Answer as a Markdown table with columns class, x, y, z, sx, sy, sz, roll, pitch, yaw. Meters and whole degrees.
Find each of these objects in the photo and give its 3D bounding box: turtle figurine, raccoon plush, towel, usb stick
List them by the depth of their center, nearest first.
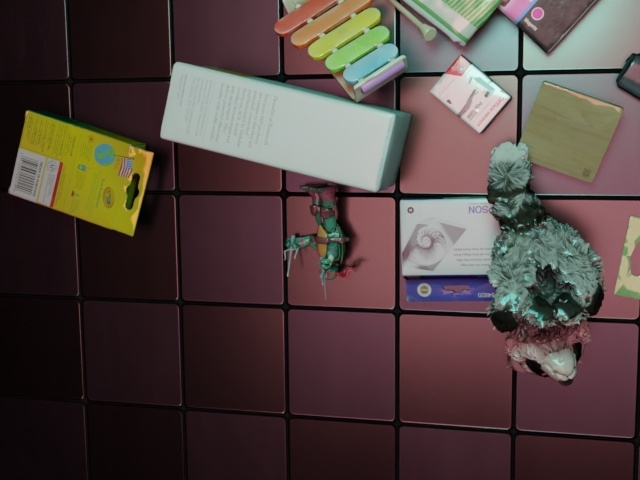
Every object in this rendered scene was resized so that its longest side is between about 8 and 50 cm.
| class | x | y | z | sx | sy | sz | roll | pitch | yaw |
| --- | --- | --- | --- | --- | --- | --- | --- | --- | --- |
| towel | 0.281 | -0.565 | 1.753 | 0.248 | 0.038 | 0.325 | 41 | 107 | 12 |
| usb stick | 0.700 | -0.263 | 1.777 | 0.278 | 0.045 | 0.077 | 33 | 103 | 7 |
| raccoon plush | 0.441 | 0.060 | 1.836 | 0.216 | 0.299 | 0.447 | 0 | 66 | 12 |
| turtle figurine | 0.000 | 0.000 | 1.958 | 0.175 | 0.118 | 0.234 | 6 | 100 | 54 |

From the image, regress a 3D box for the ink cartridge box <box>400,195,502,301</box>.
| class | x | y | z | sx | sy | sz | roll | pitch | yaw |
| --- | --- | --- | --- | --- | --- | --- | --- | --- | --- |
| ink cartridge box | 0.278 | 0.021 | 1.923 | 0.223 | 0.045 | 0.224 | -2 | 98 | 14 |

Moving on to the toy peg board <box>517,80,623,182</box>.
| class | x | y | z | sx | sy | sz | roll | pitch | yaw |
| --- | --- | --- | --- | --- | --- | --- | --- | --- | --- |
| toy peg board | 0.491 | -0.222 | 1.830 | 0.161 | 0.079 | 0.161 | 22 | 118 | 11 |

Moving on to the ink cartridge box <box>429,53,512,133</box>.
| class | x | y | z | sx | sy | sz | roll | pitch | yaw |
| --- | --- | --- | --- | --- | --- | --- | --- | --- | --- |
| ink cartridge box | 0.304 | -0.293 | 1.865 | 0.135 | 0.056 | 0.099 | 41 | 104 | 6 |

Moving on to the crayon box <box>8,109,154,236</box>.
| class | x | y | z | sx | sy | sz | roll | pitch | yaw |
| --- | --- | --- | --- | --- | --- | --- | --- | --- | --- |
| crayon box | -0.524 | -0.152 | 2.079 | 0.318 | 0.081 | 0.202 | 20 | 102 | 11 |

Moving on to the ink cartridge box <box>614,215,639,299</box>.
| class | x | y | z | sx | sy | sz | roll | pitch | yaw |
| --- | --- | --- | --- | --- | --- | --- | --- | --- | --- |
| ink cartridge box | 0.714 | 0.055 | 1.816 | 0.235 | 0.056 | 0.171 | 10 | 101 | 10 |

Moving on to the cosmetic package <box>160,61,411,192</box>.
| class | x | y | z | sx | sy | sz | roll | pitch | yaw |
| --- | --- | --- | --- | --- | --- | --- | --- | --- | --- |
| cosmetic package | -0.064 | -0.232 | 1.877 | 0.453 | 0.230 | 0.162 | 15 | 101 | 11 |

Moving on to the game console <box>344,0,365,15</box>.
| class | x | y | z | sx | sy | sz | roll | pitch | yaw |
| --- | --- | --- | --- | --- | --- | --- | --- | --- | --- |
| game console | 0.028 | -0.471 | 1.904 | 0.122 | 0.107 | 0.071 | -1 | 126 | 15 |

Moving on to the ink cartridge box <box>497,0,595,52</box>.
| class | x | y | z | sx | sy | sz | roll | pitch | yaw |
| --- | --- | --- | --- | --- | --- | --- | --- | --- | --- |
| ink cartridge box | 0.491 | -0.552 | 1.741 | 0.175 | 0.069 | 0.371 | 41 | 108 | -1 |

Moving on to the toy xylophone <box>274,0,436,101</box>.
| class | x | y | z | sx | sy | sz | roll | pitch | yaw |
| --- | --- | --- | --- | --- | --- | --- | --- | --- | --- |
| toy xylophone | 0.071 | -0.409 | 1.802 | 0.236 | 0.081 | 0.323 | -40 | 57 | -7 |
